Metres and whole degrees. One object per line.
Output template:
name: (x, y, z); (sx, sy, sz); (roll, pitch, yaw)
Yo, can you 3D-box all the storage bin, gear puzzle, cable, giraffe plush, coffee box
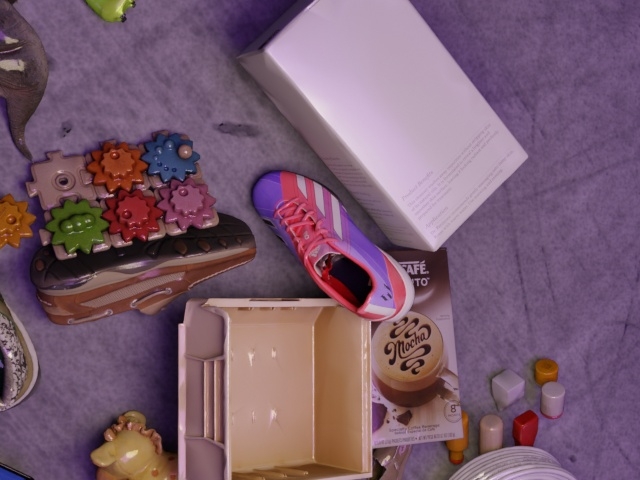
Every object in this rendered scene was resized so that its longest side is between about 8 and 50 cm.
storage bin: (-0.061, 0.212, 1.566); (0.262, 0.123, 0.260); (2, 86, -41)
gear puzzle: (-0.322, -0.067, 1.555); (0.339, 0.044, 0.175); (-13, 66, -19)
cable: (0.307, 0.454, 1.805); (0.257, 0.089, 0.257); (-25, 121, -3)
giraffe plush: (-0.255, 0.344, 1.604); (0.170, 0.181, 0.210); (35, 87, -2)
coffee box: (0.112, 0.164, 1.714); (0.168, 0.119, 0.297); (-3, 84, -20)

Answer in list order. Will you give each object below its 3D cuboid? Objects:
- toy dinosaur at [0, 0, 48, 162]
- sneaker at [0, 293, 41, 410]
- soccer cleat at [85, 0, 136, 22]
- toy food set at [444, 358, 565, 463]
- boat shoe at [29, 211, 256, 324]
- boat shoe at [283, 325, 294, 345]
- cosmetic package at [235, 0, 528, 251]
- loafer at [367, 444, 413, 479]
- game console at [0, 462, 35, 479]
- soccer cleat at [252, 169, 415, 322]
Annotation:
toy dinosaur: (-0.444, -0.257, 1.502); (0.160, 0.121, 0.313); (-25, 98, -4)
sneaker: (-0.498, 0.062, 1.469); (0.158, 0.182, 0.410); (-35, 105, -15)
soccer cleat: (-0.269, -0.396, 1.591); (0.072, 0.060, 0.179); (37, 81, -6)
toy food set: (0.320, 0.300, 1.843); (0.232, 0.111, 0.104); (-27, 132, -26)
boat shoe: (-0.255, 0.043, 1.607); (0.324, 0.122, 0.119); (-11, 128, -17)
boat shoe: (-0.096, 0.227, 1.689); (0.083, 0.076, 0.226); (12, 90, -21)
cosmetic package: (0.090, -0.193, 1.590); (0.217, 0.156, 0.385); (-43, 105, -12)
loafer: (0.112, 0.347, 1.787); (0.050, 0.056, 0.148); (10, 90, -27)
game console: (-0.484, 0.351, 1.555); (0.122, 0.071, 0.107); (32, 82, -19)
soccer cleat: (0.000, 0.000, 1.607); (0.108, 0.318, 0.116); (-54, 154, 17)
